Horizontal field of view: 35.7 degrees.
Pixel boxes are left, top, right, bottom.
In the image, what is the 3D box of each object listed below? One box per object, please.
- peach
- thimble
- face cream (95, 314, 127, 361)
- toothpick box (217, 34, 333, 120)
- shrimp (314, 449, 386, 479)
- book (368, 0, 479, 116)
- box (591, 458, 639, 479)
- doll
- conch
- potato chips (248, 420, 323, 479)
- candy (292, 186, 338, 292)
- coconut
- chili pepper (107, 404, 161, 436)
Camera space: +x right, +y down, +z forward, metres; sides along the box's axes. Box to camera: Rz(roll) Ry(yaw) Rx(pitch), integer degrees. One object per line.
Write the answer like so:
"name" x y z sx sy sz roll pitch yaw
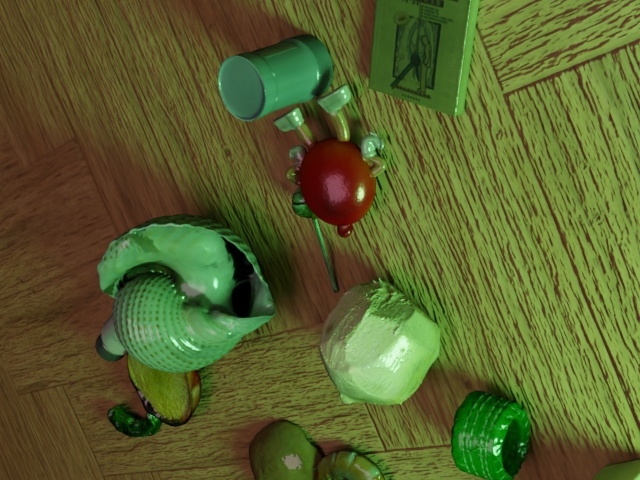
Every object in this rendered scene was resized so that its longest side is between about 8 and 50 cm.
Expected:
"peach" -0.312 0.265 2.035 0.189 0.068 0.279 34 136 14
"thimble" 0.255 0.297 1.492 0.090 0.118 0.130 10 143 36
"face cream" -0.395 0.177 2.066 0.092 0.092 0.311 56 136 7
"toothpick box" -0.067 -0.247 1.502 0.101 0.153 0.101 21 123 36
"shrimp" 0.029 0.484 1.829 0.152 0.063 0.287 47 130 12
"book" 0.142 -0.299 1.371 0.161 0.026 0.230 25 125 34
"box" 0.430 0.430 1.350 0.095 0.168 0.212 -28 90 48
"doll" 0.025 -0.115 1.530 0.183 0.085 0.217 -19 93 38
"conch" -0.227 0.080 1.779 0.319 0.215 0.303 -10 111 13
"potato chips" -0.074 0.444 1.916 0.208 0.062 0.195 -1 111 41
"candy" 0.000 0.000 1.640 0.061 0.061 0.202 7 123 42
"coconut" 0.086 0.170 1.545 0.194 0.194 0.194 21 123 36
"chili pepper" -0.412 0.407 2.226 0.182 0.050 0.073 -8 97 43
